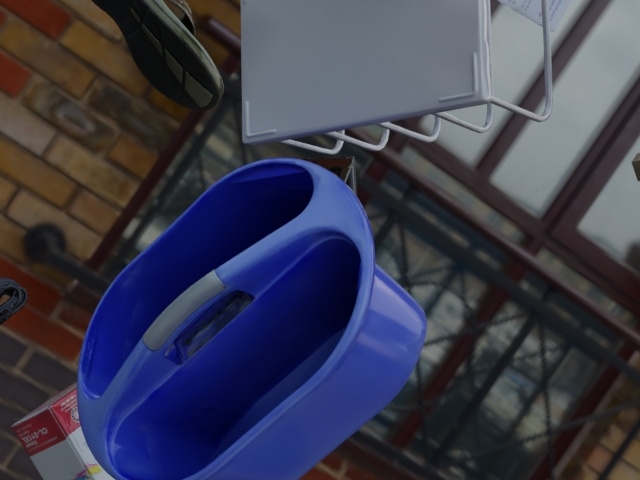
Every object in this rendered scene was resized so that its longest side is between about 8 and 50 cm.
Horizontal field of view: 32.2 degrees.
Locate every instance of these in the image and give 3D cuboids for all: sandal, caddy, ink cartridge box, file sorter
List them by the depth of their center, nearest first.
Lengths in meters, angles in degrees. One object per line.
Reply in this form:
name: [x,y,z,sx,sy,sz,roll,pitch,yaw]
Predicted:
caddy: [-0.075,0.083,1.007,0.179,0.341,0.241,30,22,-51]
file sorter: [0.077,-0.199,1.139,0.278,0.192,0.173,-6,-9,35]
ink cartridge box: [-0.256,0.253,1.289,0.175,0.072,0.127,60,28,-3]
sandal: [-0.223,-0.310,1.485,0.302,0.086,0.120,53,-36,-4]

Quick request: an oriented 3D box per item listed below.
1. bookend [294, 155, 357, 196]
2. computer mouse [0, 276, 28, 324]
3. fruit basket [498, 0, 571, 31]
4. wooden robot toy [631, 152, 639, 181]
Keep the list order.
bookend: [0.000,0.000,1.225,0.072,0.156,0.157,-2,17,8]
computer mouse: [-0.326,0.025,0.855,0.042,0.106,0.193,22,-22,50]
fruit basket: [0.190,-0.446,1.369,0.353,0.327,0.165,32,-27,-4]
wooden robot toy: [0.454,-0.116,1.288,0.076,0.173,0.079,53,40,-7]
